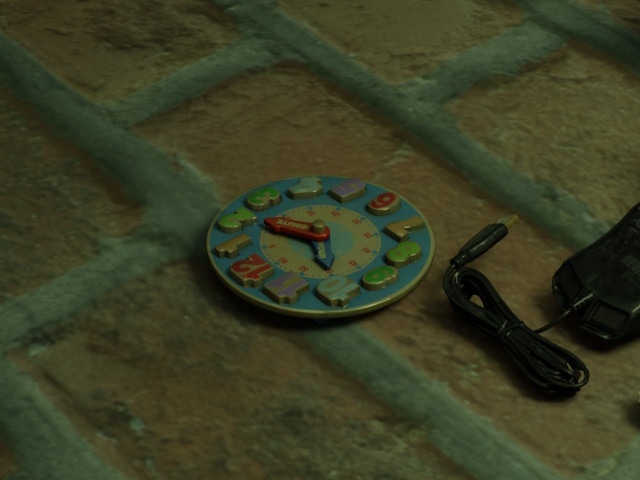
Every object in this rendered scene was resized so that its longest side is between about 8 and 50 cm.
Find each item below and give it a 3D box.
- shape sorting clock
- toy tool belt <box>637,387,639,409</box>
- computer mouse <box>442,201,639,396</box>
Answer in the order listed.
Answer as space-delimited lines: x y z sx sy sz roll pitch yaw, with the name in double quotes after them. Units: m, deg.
0.000 0.000 1.683 0.206 0.040 0.206 -2 40 2 "shape sorting clock"
0.295 0.131 1.497 0.083 0.051 0.052 31 51 34 "toy tool belt"
0.236 0.024 1.629 0.262 0.060 0.184 -39 54 -20 "computer mouse"
